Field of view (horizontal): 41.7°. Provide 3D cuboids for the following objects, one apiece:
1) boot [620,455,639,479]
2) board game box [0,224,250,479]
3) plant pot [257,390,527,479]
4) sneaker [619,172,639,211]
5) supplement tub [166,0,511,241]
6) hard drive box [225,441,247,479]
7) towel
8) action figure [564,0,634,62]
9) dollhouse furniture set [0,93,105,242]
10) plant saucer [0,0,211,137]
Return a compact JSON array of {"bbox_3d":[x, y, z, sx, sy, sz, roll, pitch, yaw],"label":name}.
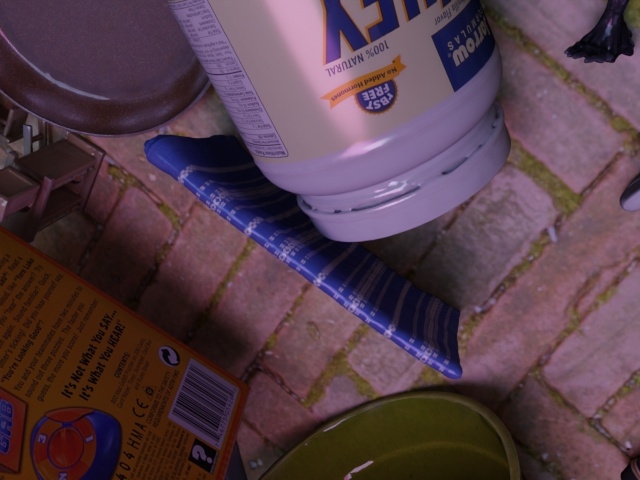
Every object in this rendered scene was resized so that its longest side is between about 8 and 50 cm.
[{"bbox_3d":[0.429,0.257,0.849,0.198,0.077,0.137,34,114,4],"label":"boot"},{"bbox_3d":[-0.343,0.266,0.835,0.356,0.356,0.356,36,121,-15],"label":"board game box"},{"bbox_3d":[0.119,0.417,0.903,0.367,0.366,0.353,-22,114,27],"label":"plant pot"},{"bbox_3d":[0.346,-0.058,0.758,0.152,0.053,0.061,-30,101,28],"label":"sneaker"},{"bbox_3d":[0.012,-0.186,0.712,0.236,0.235,0.324,-16,118,26],"label":"supplement tub"},{"bbox_3d":[-0.217,0.335,1.118,0.232,0.089,0.181,-5,109,22],"label":"hard drive box"},{"bbox_3d":[0.000,0.000,0.817,0.336,0.243,0.040,36,99,4],"label":"towel"},{"bbox_3d":[0.290,-0.263,0.646,0.164,0.141,0.275,23,120,24],"label":"action figure"},{"bbox_3d":[-0.372,-0.076,0.953,0.161,0.182,0.101,32,119,6],"label":"dollhouse furniture set"},{"bbox_3d":[-0.242,-0.254,0.871,0.311,0.050,0.310,6,126,9],"label":"plant saucer"}]
